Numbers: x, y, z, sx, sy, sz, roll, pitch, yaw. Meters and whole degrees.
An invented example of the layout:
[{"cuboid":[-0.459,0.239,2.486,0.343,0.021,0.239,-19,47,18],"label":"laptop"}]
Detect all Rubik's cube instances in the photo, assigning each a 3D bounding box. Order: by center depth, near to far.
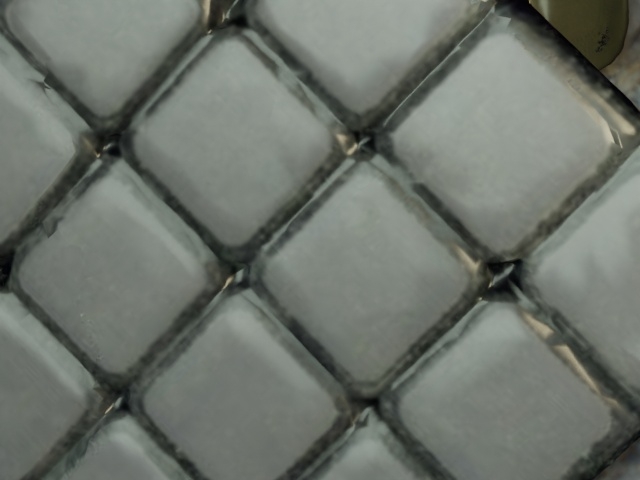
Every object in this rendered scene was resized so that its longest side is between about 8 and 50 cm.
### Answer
[{"cuboid":[0.000,0.000,0.695,0.344,0.337,0.344,46,105,5],"label":"Rubik's cube"}]

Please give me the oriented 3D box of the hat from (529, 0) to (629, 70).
[{"cuboid":[0.143,-0.190,0.859,0.147,0.085,0.175,-8,101,14],"label":"hat"}]
